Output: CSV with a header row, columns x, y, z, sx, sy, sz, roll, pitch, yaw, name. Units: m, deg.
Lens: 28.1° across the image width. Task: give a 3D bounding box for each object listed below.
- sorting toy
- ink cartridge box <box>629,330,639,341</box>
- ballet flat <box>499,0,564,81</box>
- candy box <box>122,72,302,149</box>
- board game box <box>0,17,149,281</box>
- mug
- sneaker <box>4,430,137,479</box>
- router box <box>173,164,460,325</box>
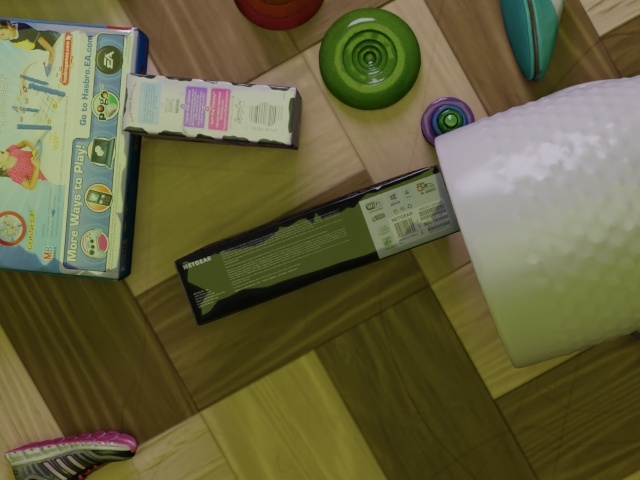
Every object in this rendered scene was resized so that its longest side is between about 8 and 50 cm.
x,y,z,sx,sy,sz,roll,pitch,yaw,name
0.041,-0.240,1.539,0.365,0.126,0.127,41,93,0,sorting toy
0.537,0.107,1.544,0.273,0.114,0.197,34,93,0,ink cartridge box
0.253,-0.320,1.554,0.087,0.083,0.247,-21,94,-12,ballet flat
-0.124,-0.151,1.527,0.196,0.165,0.070,5,92,1,candy box
-0.377,-0.116,1.575,0.302,0.086,0.308,6,93,2,board game box
0.321,-0.068,1.436,0.328,0.374,0.276,-19,124,9,mug
-0.308,0.285,1.604,0.171,0.063,0.074,-10,92,7,sneaker
0.000,0.000,1.492,0.309,0.243,0.081,-20,92,2,router box
